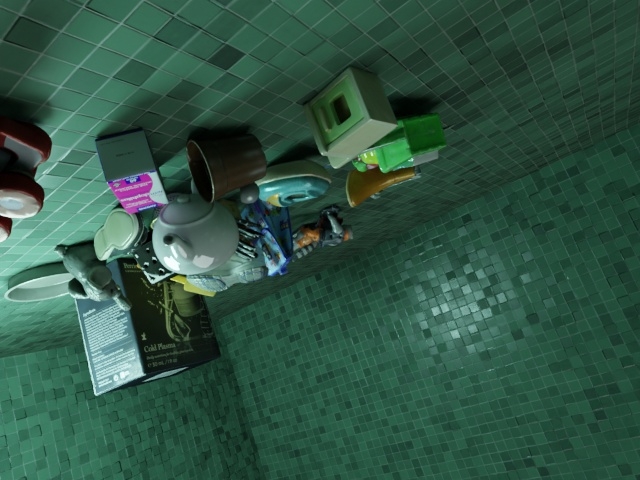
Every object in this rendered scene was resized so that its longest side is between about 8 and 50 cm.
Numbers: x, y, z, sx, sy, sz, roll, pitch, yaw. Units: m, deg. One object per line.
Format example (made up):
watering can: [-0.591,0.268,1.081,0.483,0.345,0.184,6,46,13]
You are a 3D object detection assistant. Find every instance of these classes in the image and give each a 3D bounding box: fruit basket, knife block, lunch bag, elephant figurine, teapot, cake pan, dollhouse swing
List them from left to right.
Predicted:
cake pan: [-1.006,0.153,1.772,0.293,0.054,0.293,-19,167,-4]
elephant figurine: [-0.768,0.134,1.626,0.186,0.239,0.169,-14,166,-22]
teapot: [-0.349,-0.047,1.307,0.252,0.256,0.187,-32,132,-30]
dollhouse swing: [-0.496,0.051,1.914,0.315,0.305,0.347,-55,-172,-4]
knife block: [-0.335,-0.009,1.676,0.276,0.242,0.088,-24,166,20]
lunch bag: [-0.179,-0.011,1.785,0.138,0.293,0.221,-13,165,-28]
fruit basket: [0.207,-0.283,1.521,0.327,0.165,0.353,-21,-179,-40]

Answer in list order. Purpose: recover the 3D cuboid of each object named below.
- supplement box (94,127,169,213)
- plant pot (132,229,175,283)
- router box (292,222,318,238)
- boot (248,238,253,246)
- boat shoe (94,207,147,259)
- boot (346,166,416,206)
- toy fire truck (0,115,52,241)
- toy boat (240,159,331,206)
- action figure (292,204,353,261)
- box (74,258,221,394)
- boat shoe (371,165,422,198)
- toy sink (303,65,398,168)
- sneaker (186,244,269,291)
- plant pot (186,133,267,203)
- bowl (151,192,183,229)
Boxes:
supplement box: [-0.452,-0.162,1.165,0.111,0.114,0.220,-18,169,-13]
plant pot: [-0.517,0.039,1.617,0.187,0.188,0.167,-25,-170,22]
router box: [-0.073,-0.034,2.409,0.133,0.046,0.179,-10,164,-35]
boot: [-0.224,-0.041,2.111,0.197,0.073,0.152,-32,164,-51]
boat shoe: [-0.605,-0.018,1.499,0.113,0.127,0.340,-9,165,-43]
boot: [0.216,-0.215,1.631,0.211,0.104,0.295,-4,-149,24]
toy fire truck: [-0.669,-0.138,0.881,0.302,0.169,0.254,-28,147,27]
toy boat: [-0.136,-0.168,1.465,0.267,0.148,0.318,-9,170,36]
action figure: [0.000,0.000,2.252,0.330,0.178,0.341,-14,152,-12]
box: [-0.737,0.353,2.061,0.297,0.472,0.480,-26,166,21]
boat shoe: [0.257,-0.235,1.937,0.320,0.103,0.118,-27,165,27]
toy sink: [0.053,-0.306,1.231,0.131,0.153,0.234,-5,162,-47]
sneaker: [-0.334,0.099,1.718,0.297,0.129,0.111,-10,144,0]
plant pot: [-0.240,-0.201,1.244,0.165,0.167,0.167,-23,170,-27]
bowl: [-0.453,-0.099,1.493,0.170,0.080,0.170,-18,168,-4]
